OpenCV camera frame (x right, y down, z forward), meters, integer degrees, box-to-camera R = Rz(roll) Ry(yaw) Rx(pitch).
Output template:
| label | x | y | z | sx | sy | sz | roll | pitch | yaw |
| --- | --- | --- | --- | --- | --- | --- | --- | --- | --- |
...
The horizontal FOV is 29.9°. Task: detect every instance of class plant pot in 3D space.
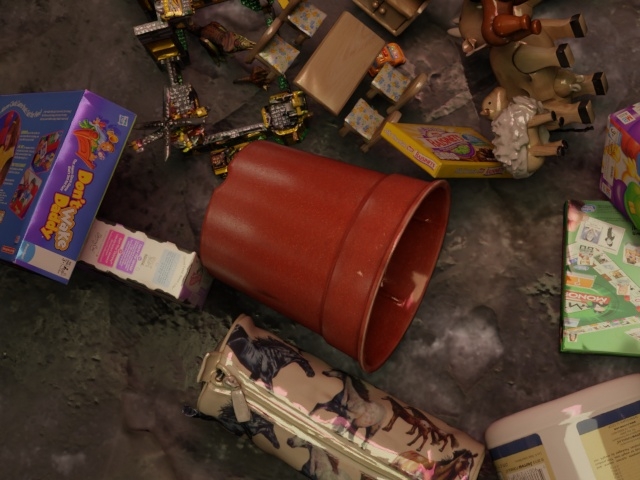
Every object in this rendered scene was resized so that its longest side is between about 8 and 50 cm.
| label | x | y | z | sx | sy | sz | roll | pitch | yaw |
| --- | --- | --- | --- | --- | --- | --- | --- | --- | --- |
| plant pot | 0.000 | 0.000 | 1.604 | 0.265 | 0.272 | 0.272 | 23 | 82 | 17 |

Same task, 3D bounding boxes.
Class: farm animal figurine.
| label | x | y | z | sx | sy | sz | roll | pitch | yaw |
| --- | --- | --- | --- | --- | --- | --- | --- | --- | --- |
| farm animal figurine | 0.278 | -0.286 | 1.643 | 0.172 | 0.330 | 0.327 | -2 | 115 | 37 |

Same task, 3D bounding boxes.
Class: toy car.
| label | x | y | z | sx | sy | sz | roll | pitch | yaw |
| --- | --- | --- | --- | --- | --- | --- | --- | --- | --- |
| toy car | 0.096 | -0.230 | 1.736 | 0.060 | 0.040 | 0.122 | -7 | 78 | 4 |

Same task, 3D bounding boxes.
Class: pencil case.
| label | x | y | z | sx | sy | sz | roll | pitch | yaw |
| --- | --- | --- | --- | --- | --- | --- | --- | --- | --- |
| pencil case | 0.027 | 0.256 | 1.579 | 0.410 | 0.183 | 0.160 | 28 | 107 | 9 |

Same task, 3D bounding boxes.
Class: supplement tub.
| label | x | y | z | sx | sy | sz | roll | pitch | yaw |
| --- | --- | --- | --- | --- | --- | --- | --- | --- | --- |
| supplement tub | 0.361 | 0.348 | 1.508 | 0.228 | 0.228 | 0.316 | -19 | 78 | 2 |

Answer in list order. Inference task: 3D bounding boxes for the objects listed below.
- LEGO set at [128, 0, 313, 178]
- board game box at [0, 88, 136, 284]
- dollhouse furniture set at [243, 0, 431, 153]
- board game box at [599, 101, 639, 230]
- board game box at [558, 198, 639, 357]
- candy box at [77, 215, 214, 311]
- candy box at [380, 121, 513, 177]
| label | x | y | z | sx | sy | sz | roll | pitch | yaw |
| --- | --- | --- | --- | --- | --- | --- | --- | --- | --- |
| LEGO set | -0.148 | -0.270 | 1.689 | 0.254 | 0.192 | 0.331 | -6 | 79 | 4 |
| board game box | -0.392 | -0.080 | 1.616 | 0.078 | 0.347 | 0.233 | 26 | 81 | -32 |
| dollhouse furniture set | 0.061 | -0.285 | 1.622 | 0.212 | 0.161 | 0.242 | 37 | 65 | -8 |
| board game box | 0.502 | -0.056 | 1.541 | 0.142 | 0.144 | 0.275 | -23 | 48 | -15 |
| board game box | 0.491 | 0.057 | 1.642 | 0.317 | 0.046 | 0.214 | 3 | 81 | 6 |
| candy box | -0.256 | 0.028 | 1.657 | 0.196 | 0.165 | 0.070 | 19 | 82 | 9 |
| candy box | 0.179 | -0.121 | 1.622 | 0.105 | 0.206 | 0.027 | 39 | 115 | 31 |
